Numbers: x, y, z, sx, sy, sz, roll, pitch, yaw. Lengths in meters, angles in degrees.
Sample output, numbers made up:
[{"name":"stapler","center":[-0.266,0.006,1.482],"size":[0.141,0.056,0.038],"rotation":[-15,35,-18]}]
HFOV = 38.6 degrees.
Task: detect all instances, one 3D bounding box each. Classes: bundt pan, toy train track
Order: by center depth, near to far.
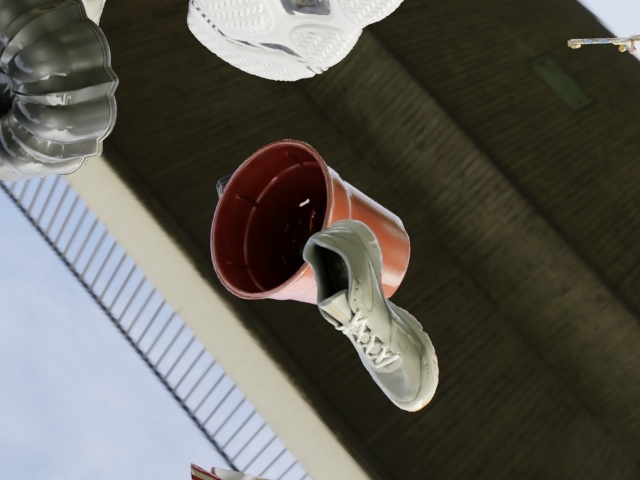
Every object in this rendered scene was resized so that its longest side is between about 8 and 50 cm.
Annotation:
[{"name":"toy train track","center":[0.277,-0.186,0.873],"size":[0.083,0.014,0.048],"rotation":[9,-156,41]},{"name":"bundt pan","center":[-0.478,-0.237,1.380],"size":[0.331,0.331,0.124],"rotation":[42,-150,5]}]

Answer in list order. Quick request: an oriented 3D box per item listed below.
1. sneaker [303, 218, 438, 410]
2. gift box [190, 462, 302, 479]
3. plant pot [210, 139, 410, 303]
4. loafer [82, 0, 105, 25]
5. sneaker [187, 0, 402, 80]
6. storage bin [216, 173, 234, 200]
[{"name":"sneaker","center":[0.050,0.101,1.150],"size":[0.121,0.099,0.262],"rotation":[-13,-107,-59]},{"name":"gift box","center":[-0.067,0.435,1.171],"size":[0.255,0.258,0.276],"rotation":[16,-167,-21]},{"name":"plant pot","center":[0.000,0.000,1.579],"size":[0.265,0.272,0.272],"rotation":[23,-142,-44]},{"name":"loafer","center":[-0.453,-0.420,1.714],"size":[0.112,0.319,0.111],"rotation":[-35,-82,-29]},{"name":"sneaker","center":[0.027,-0.282,0.787],"size":[0.137,0.366,0.210],"rotation":[36,-120,-22]},{"name":"storage bin","center":[-0.116,-0.079,1.695],"size":[0.135,0.098,0.091],"rotation":[-16,-141,-8]}]
